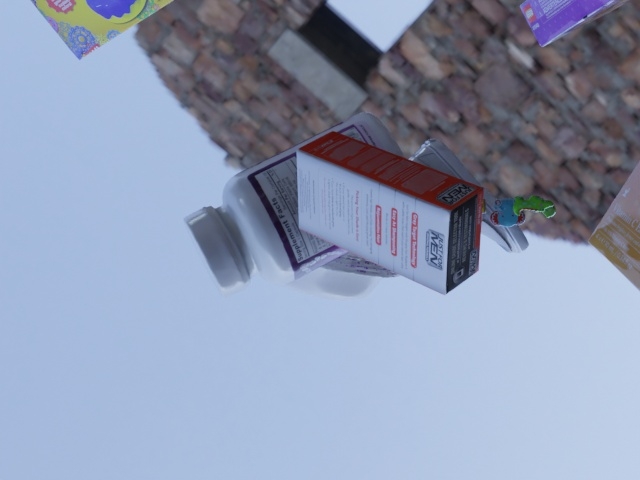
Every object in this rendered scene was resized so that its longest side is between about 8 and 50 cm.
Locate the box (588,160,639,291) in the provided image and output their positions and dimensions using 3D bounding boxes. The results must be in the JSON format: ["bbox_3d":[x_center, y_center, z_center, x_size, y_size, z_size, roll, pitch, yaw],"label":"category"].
[{"bbox_3d":[0.594,-0.069,1.705,0.168,0.345,0.215,25,-165,-20],"label":"box"}]

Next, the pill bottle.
[{"bbox_3d":[-0.029,-0.042,1.579,0.301,0.169,0.169,-27,-105,-7],"label":"pill bottle"}]

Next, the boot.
[{"bbox_3d":[0.238,-0.048,2.002,0.123,0.095,0.258,-42,-95,-7],"label":"boot"}]

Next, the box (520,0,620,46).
[{"bbox_3d":[0.374,-0.313,1.193,0.293,0.201,0.057,-29,-89,-16],"label":"box"}]

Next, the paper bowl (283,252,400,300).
[{"bbox_3d":[0.000,0.000,1.823,0.284,0.148,0.284,15,-170,-3],"label":"paper bowl"}]

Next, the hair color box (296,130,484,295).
[{"bbox_3d":[0.048,-0.022,0.828,0.141,0.072,0.043,26,-139,35],"label":"hair color box"}]

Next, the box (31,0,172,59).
[{"bbox_3d":[-0.230,-0.435,1.555,0.177,0.290,0.279,53,-141,-20],"label":"box"}]

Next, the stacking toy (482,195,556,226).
[{"bbox_3d":[0.248,-0.038,1.742,0.167,0.221,0.052,-4,-89,-75],"label":"stacking toy"}]
